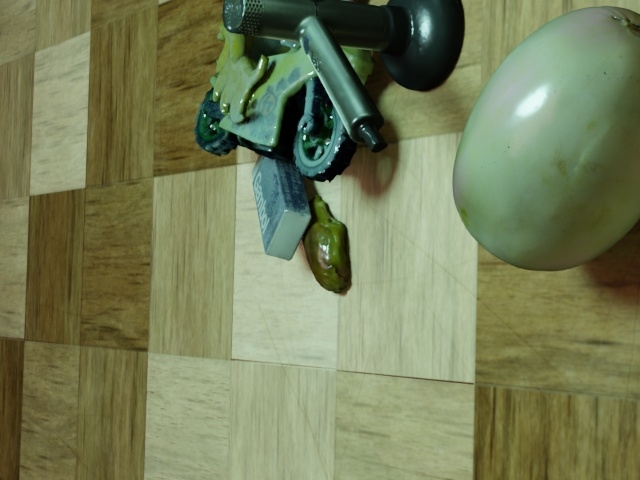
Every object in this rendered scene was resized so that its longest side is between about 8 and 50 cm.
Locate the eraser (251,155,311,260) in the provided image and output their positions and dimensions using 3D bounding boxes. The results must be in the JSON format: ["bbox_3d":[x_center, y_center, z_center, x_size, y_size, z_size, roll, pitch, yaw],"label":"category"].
[{"bbox_3d":[-0.064,-0.071,2.194,0.212,0.046,0.092,-104,33,-50],"label":"eraser"}]

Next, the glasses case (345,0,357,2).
[{"bbox_3d":[0.042,-0.489,2.077,0.125,0.076,0.327,36,118,52],"label":"glasses case"}]

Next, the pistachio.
[{"bbox_3d":[0.000,0.000,2.127,0.089,0.049,0.173,-52,46,41],"label":"pistachio"}]

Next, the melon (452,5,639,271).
[{"bbox_3d":[0.268,-0.104,1.541,0.317,0.223,0.223,-64,38,37],"label":"melon"}]

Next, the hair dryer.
[{"bbox_3d":[0.055,-0.212,1.844,0.156,0.320,0.284,-44,62,47],"label":"hair dryer"}]

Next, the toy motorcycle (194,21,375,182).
[{"bbox_3d":[-0.054,-0.219,2.106,0.410,0.169,0.237,16,84,54],"label":"toy motorcycle"}]
